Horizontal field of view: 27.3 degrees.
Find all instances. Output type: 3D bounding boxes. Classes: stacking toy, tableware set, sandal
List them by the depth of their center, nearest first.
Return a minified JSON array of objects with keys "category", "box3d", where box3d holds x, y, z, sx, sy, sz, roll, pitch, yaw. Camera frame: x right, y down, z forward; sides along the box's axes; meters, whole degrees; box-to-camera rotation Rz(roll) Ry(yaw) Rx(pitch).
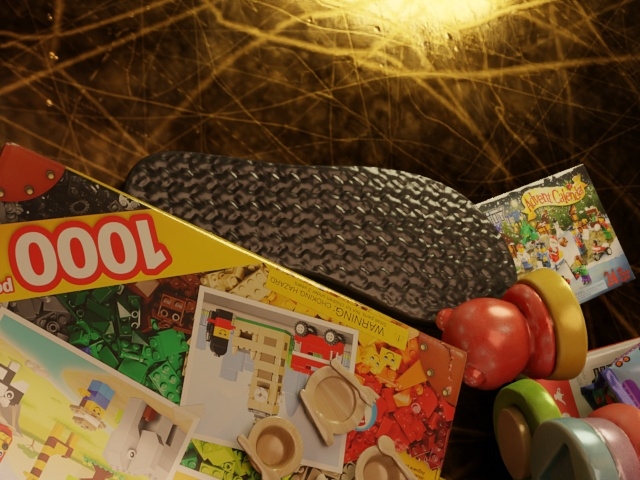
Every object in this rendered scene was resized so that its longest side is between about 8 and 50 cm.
[{"category":"tableware set","box3d":[0.004,0.199,1.193,0.168,0.020,0.141,-33,91,-33]},{"category":"stacking toy","box3d":[0.218,0.219,1.364,0.130,0.279,0.309,-12,48,-19]},{"category":"sandal","box3d":[-0.001,-0.003,1.447,0.445,0.107,0.167,13,69,-10]}]

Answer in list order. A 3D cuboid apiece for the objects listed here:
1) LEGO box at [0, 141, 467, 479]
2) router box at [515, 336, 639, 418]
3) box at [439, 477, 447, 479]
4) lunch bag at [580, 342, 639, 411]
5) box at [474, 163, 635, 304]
[{"category":"LEGO box","box3d":[-0.152,0.194,1.238,0.500,0.193,0.372,25,64,-19]},{"category":"router box","box3d":[0.417,0.268,1.509,0.301,0.082,0.335,-16,81,-4]},{"category":"box","box3d":[0.171,0.318,1.449,0.169,0.054,0.059,28,63,-17]},{"category":"lunch bag","box3d":[0.458,0.208,1.395,0.221,0.138,0.293,-33,76,-7]},{"category":"box","box3d":[0.257,0.016,1.597,0.233,0.044,0.159,-21,85,-31]}]
